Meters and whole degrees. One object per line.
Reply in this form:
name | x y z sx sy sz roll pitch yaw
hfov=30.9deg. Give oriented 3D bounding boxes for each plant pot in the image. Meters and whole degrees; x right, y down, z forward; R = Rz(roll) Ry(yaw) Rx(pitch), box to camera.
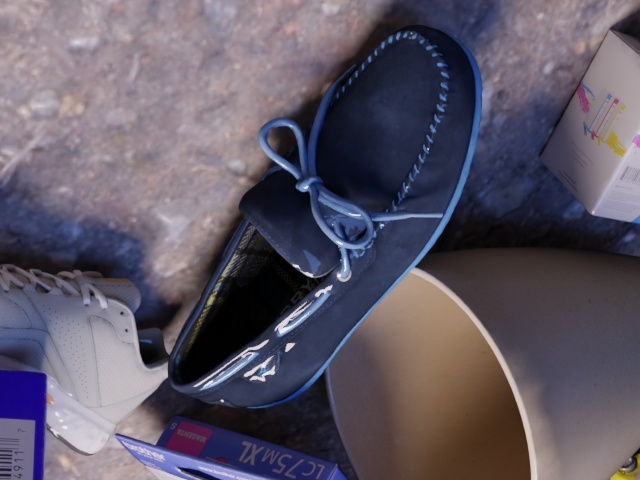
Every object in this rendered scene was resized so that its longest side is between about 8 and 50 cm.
plant pot | 0.185 0.107 0.980 0.274 0.256 0.256 -17 132 -33

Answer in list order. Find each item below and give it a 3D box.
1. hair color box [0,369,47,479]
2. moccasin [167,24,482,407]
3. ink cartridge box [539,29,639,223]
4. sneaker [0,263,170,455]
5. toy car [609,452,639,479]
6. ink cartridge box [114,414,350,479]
hair color box | -0.270 0.258 0.848 0.110 0.185 0.338 5 140 -15
moccasin | 0.000 0.000 0.848 0.117 0.138 0.342 4 121 -48
ink cartridge box | 0.263 -0.096 0.934 0.092 0.090 0.143 10 120 -29
sneaker | -0.203 0.050 0.855 0.121 0.099 0.262 -40 138 -1
toy car | 0.277 0.290 1.255 0.225 0.053 0.239 23 113 -35
ink cartridge box | -0.027 0.248 1.015 0.065 0.186 0.311 -61 138 -25
